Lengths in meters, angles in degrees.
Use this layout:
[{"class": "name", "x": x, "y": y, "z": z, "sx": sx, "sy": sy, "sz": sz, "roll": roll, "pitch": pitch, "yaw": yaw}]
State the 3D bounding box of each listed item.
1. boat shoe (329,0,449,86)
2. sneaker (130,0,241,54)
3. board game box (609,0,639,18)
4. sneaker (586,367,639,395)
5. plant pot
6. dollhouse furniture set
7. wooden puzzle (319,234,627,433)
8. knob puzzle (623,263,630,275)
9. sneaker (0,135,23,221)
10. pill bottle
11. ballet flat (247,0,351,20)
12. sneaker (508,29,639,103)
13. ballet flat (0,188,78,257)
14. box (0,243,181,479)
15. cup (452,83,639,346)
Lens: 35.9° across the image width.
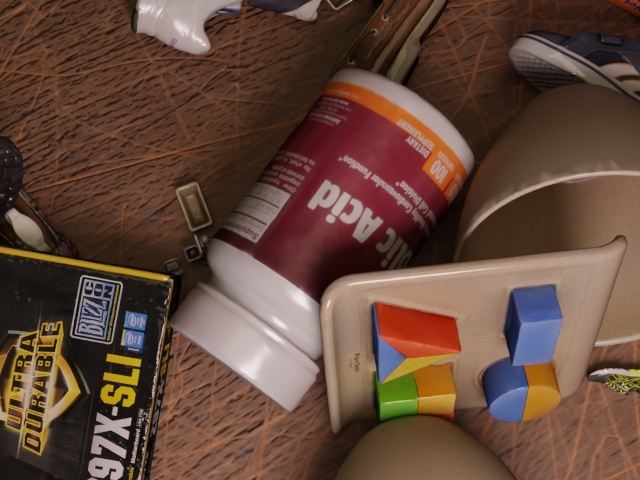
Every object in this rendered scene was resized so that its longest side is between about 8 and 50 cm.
[{"class": "boat shoe", "x": 0.118, "y": -0.329, "z": 1.368, "sx": 0.104, "sy": 0.111, "sz": 0.307, "roll": 28, "pitch": 79, "yaw": 5}, {"class": "sneaker", "x": -0.150, "y": -0.393, "z": 1.401, "sx": 0.129, "sy": 0.111, "sz": 0.297, "roll": 31, "pitch": 83, "yaw": -10}, {"class": "board game box", "x": 0.480, "y": -0.543, "z": 1.288, "sx": 0.356, "sy": 0.356, "sz": 0.356, "roll": 31, "pitch": 80, "yaw": 6}, {"class": "sneaker", "x": 0.392, "y": 0.186, "z": 1.299, "sx": 0.083, "sy": 0.031, "sz": 0.035, "roll": 1, "pitch": 78, "yaw": 0}, {"class": "plant pot", "x": 0.119, "y": 0.322, "z": 1.173, "sx": 0.284, "sy": 0.284, "sz": 0.191, "roll": -5, "pitch": 47, "yaw": -1}, {"class": "dollhouse furniture set", "x": -0.182, "y": -0.021, "z": 1.318, "sx": 0.091, "sy": 0.081, "sz": 0.114, "roll": -21, "pitch": 79, "yaw": -4}, {"class": "wooden puzzle", "x": 0.178, "y": 0.137, "z": 1.166, "sx": 0.347, "sy": 0.322, "sz": 0.080, "roll": -10, "pitch": 53, "yaw": -4}, {"class": "knob puzzle", "x": 0.528, "y": 0.072, "z": 1.324, "sx": 0.213, "sy": 0.030, "sz": 0.213, "roll": 0, "pitch": 77, "yaw": 0}, {"class": "sneaker", "x": -0.485, "y": -0.038, "z": 1.256, "sx": 0.124, "sy": 0.107, "sz": 0.283, "roll": 44, "pitch": 117, "yaw": 15}, {"class": "pill bottle", "x": 0.000, "y": 0.000, "z": 1.241, "sx": 0.224, "sy": 0.224, "sz": 0.392, "roll": 34, "pitch": 80, "yaw": 7}, {"class": "ballet flat", "x": -0.002, "y": -0.352, "z": 1.398, "sx": 0.203, "sy": 0.074, "sz": 0.074, "roll": -26, "pitch": 79, "yaw": -10}, {"class": "sneaker", "x": 0.415, "y": -0.218, "z": 1.340, "sx": 0.321, "sy": 0.126, "sz": 0.127, "roll": 29, "pitch": 83, "yaw": -2}, {"class": "ballet flat", "x": -0.414, "y": -0.035, "z": 1.322, "sx": 0.221, "sy": 0.079, "sz": 0.077, "roll": 41, "pitch": 74, "yaw": 8}, {"class": "box", "x": -0.328, "y": 0.179, "z": 1.246, "sx": 0.257, "sy": 0.079, "sz": 0.322, "roll": 10, "pitch": 91, "yaw": 0}, {"class": "cup", "x": 0.327, "y": -0.056, "z": 1.232, "sx": 0.331, "sy": 0.331, "sz": 0.237, "roll": 4, "pitch": 51, "yaw": 1}]
